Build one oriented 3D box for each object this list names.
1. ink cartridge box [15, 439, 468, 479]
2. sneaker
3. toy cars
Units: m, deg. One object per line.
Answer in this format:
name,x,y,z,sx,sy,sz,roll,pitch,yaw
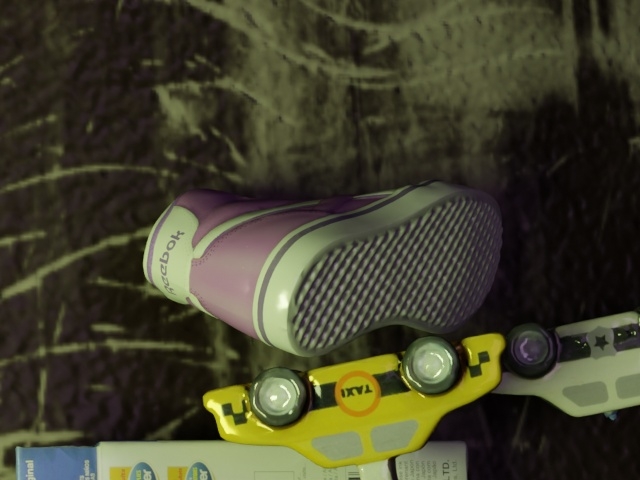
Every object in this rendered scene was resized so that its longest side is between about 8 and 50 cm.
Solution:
ink cartridge box,-0.048,0.221,1.203,0.311,0.065,0.186,3,77,-26
sneaker,0.000,-0.001,1.245,0.282,0.161,0.102,-4,106,-55
toy cars,0.110,0.101,1.217,0.393,0.176,0.087,-7,84,-38
